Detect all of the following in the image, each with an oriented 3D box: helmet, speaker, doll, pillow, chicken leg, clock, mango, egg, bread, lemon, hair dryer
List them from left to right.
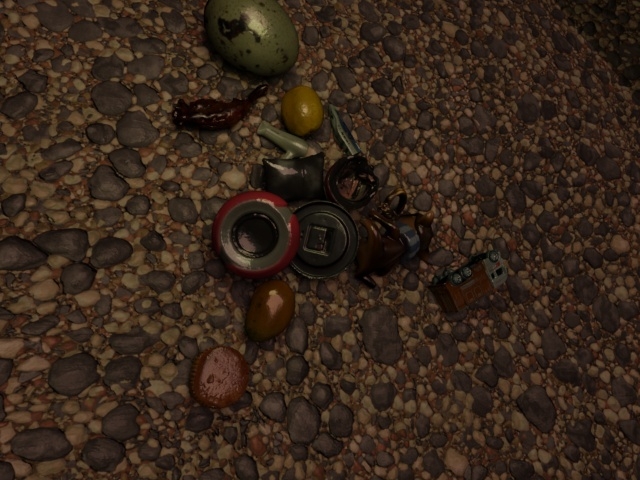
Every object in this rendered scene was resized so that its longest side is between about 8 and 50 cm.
[{"bbox_3d":[-0.317,0.429,1.629,0.199,0.104,0.199,7,71,-20],"label":"bread"},{"bbox_3d":[-0.349,-0.488,1.917,0.407,0.095,0.158,-26,64,-27],"label":"chicken leg"},{"bbox_3d":[-0.252,-0.777,1.933,0.379,0.288,0.287,33,65,-23],"label":"egg"},{"bbox_3d":[-0.208,-0.013,1.717,0.295,0.294,0.293,6,72,-18],"label":"speaker"},{"bbox_3d":[-0.166,0.238,1.737,0.152,0.120,0.220,18,75,-11],"label":"mango"},{"bbox_3d":[-0.177,-0.312,1.946,0.207,0.075,0.237,26,74,-3],"label":"hair dryer"},{"bbox_3d":[-0.095,-0.223,1.901,0.250,0.106,0.185,-11,112,-22],"label":"pillow"},{"bbox_3d":[-0.070,-0.495,1.977,0.170,0.170,0.207,-6,74,-21],"label":"lemon"},{"bbox_3d":[0.000,0.000,1.842,0.281,0.055,0.280,-1,85,6],"label":"clock"},{"bbox_3d":[0.099,-0.208,1.948,0.253,0.154,0.198,-38,100,-29],"label":"helmet"},{"bbox_3d":[0.259,-0.010,1.943,0.340,0.209,0.317,-22,114,-23],"label":"doll"}]

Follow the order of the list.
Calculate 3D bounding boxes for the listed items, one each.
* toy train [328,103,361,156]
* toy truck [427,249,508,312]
[{"bbox_3d":[0.081,-0.440,2.075,0.051,0.052,0.233,-29,85,-20],"label":"toy train"},{"bbox_3d":[0.589,0.161,2.027,0.306,0.136,0.162,-26,90,-22],"label":"toy truck"}]
